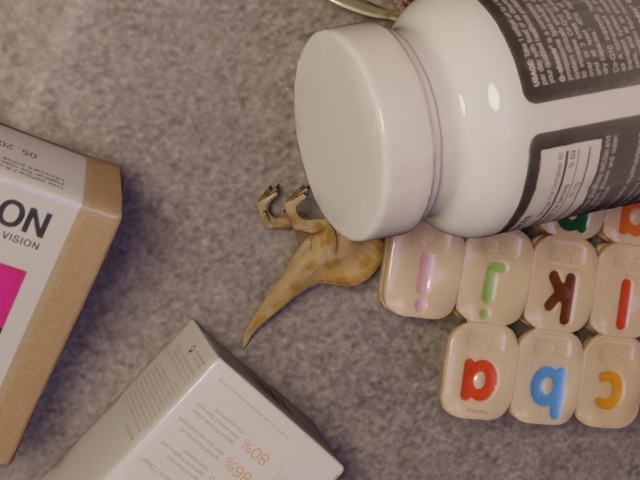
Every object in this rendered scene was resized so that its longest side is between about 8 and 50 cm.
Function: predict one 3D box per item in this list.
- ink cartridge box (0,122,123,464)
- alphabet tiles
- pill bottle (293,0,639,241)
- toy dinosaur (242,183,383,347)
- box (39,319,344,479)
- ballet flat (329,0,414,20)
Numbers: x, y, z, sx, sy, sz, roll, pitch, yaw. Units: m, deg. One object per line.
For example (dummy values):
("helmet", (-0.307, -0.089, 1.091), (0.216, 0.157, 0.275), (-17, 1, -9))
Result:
("ink cartridge box", (-0.264, 0.010, 0.834), (0.234, 0.088, 0.193), (21, 109, -17))
("alphabet tiles", (0.178, -0.004, 0.994), (0.284, 0.021, 0.278), (7, 91, -24))
("pill bottle", (0.134, -0.090, 0.869), (0.278, 0.162, 0.162), (-12, 108, -22))
("toy dinosaur", (0.000, 0.000, 0.949), (0.183, 0.053, 0.092), (-40, 113, -3))
("box", (-0.094, 0.167, 0.946), (0.170, 0.091, 0.130), (-46, 112, -1))
("ballet flat", (0.008, -0.202, 0.891), (0.221, 0.077, 0.079), (34, 112, -22))
